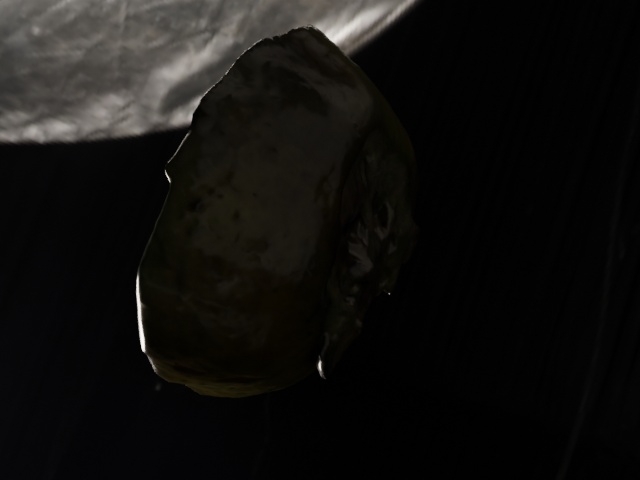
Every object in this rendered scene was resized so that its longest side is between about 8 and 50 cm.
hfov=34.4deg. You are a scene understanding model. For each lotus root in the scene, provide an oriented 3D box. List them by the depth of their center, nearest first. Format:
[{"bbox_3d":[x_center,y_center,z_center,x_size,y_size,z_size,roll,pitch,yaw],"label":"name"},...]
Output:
[{"bbox_3d":[-0.001,-0.001,0.494,0.077,0.183,0.203,21,178,19],"label":"lotus root"}]
